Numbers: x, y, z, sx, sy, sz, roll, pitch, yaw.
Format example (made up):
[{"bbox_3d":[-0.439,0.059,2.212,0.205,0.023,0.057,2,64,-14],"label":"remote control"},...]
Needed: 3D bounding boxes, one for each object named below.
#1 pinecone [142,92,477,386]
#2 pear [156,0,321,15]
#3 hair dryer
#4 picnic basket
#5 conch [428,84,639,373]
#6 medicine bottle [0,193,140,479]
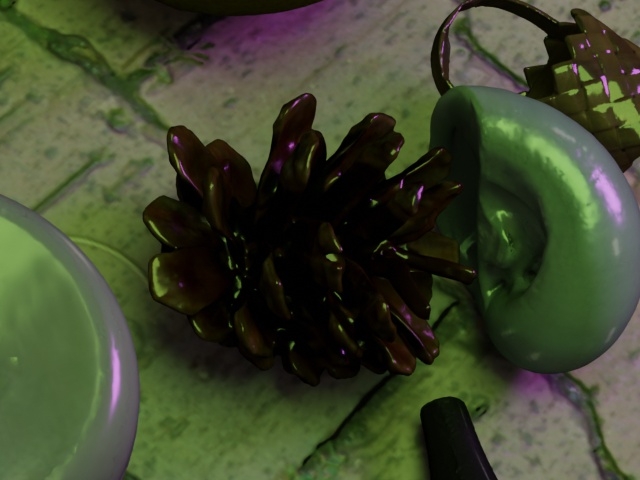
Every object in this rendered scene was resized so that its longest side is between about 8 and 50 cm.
[{"bbox_3d":[0.002,0.000,1.312,0.229,0.201,0.202,11,80,-46],"label":"pinecone"},{"bbox_3d":[-0.049,-0.304,1.435,0.294,0.294,0.294,8,58,-13],"label":"pear"},{"bbox_3d":[0.175,0.206,1.334,0.219,0.075,0.195,8,48,-25],"label":"hair dryer"},{"bbox_3d":[0.167,-0.117,1.464,0.178,0.138,0.128,26,56,-9],"label":"picnic basket"},{"bbox_3d":[0.152,-0.013,1.378,0.121,0.185,0.221,-21,97,-44],"label":"conch"},{"bbox_3d":[-0.244,0.131,1.084,0.245,0.306,0.245,7,59,-12],"label":"medicine bottle"}]
